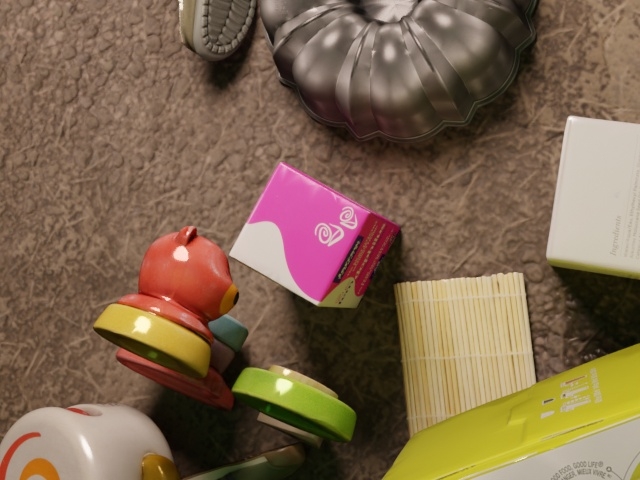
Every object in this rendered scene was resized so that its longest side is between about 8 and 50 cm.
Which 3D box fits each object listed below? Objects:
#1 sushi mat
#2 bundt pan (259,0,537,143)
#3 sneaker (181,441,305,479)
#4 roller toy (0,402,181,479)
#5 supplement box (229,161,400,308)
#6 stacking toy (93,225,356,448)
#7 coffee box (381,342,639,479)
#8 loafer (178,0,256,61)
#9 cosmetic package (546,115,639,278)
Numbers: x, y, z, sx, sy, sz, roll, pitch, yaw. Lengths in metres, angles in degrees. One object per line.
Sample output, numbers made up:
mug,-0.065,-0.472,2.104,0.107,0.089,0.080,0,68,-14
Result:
sushi mat,0.171,0.197,1.302,0.151,0.019,0.317,-7,84,12
bundt pan,0.078,-0.278,1.303,0.330,0.124,0.331,-1,86,12
sneaker,-0.094,0.298,1.335,0.192,0.064,0.086,-21,82,17
roller toy,-0.262,0.279,1.316,0.209,0.146,0.191,-52,58,23
supplement box,0.000,0.000,1.251,0.114,0.220,0.111,30,93,14
stacking toy,-0.083,0.107,1.244,0.279,0.309,0.130,23,75,-1
coffee box,0.273,0.299,1.052,0.338,0.337,0.335,-23,87,12
loafer,-0.135,-0.331,1.384,0.087,0.094,0.251,-6,74,37
cosmetic package,0.337,-0.035,1.210,0.183,0.151,0.152,9,88,12
